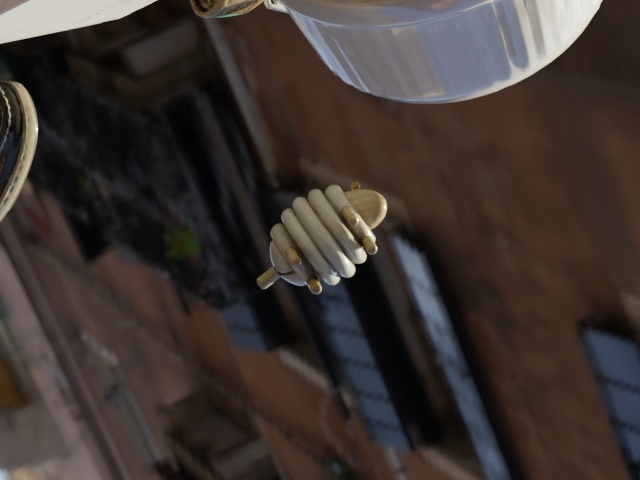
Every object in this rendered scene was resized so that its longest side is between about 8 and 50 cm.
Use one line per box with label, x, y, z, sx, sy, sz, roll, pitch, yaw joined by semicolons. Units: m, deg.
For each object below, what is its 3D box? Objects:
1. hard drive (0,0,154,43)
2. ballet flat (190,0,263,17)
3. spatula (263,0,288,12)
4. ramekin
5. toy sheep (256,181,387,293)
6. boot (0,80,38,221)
hard drive;-0.230;-0.240;1.778;0.210;0.040;0.319;-20;-178;34
ballet flat;-0.161;-0.390;2.016;0.116;0.342;0.124;-4;-153;42
spatula;0.033;-0.307;2.122;0.242;0.168;0.019;10;169;-38
ramekin;0.092;-0.218;1.391;0.273;0.127;0.273;-14;-136;14
toy sheep;0.000;0.000;1.614;0.132;0.091;0.091;-32;-160;1
boot;-0.516;-0.056;2.064;0.377;0.138;0.284;-39;150;25
